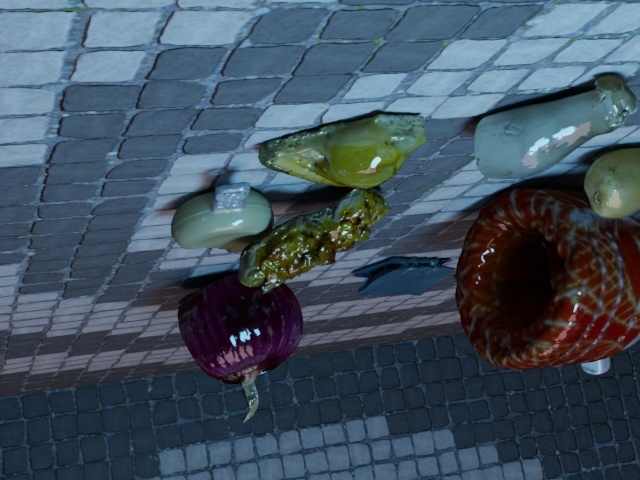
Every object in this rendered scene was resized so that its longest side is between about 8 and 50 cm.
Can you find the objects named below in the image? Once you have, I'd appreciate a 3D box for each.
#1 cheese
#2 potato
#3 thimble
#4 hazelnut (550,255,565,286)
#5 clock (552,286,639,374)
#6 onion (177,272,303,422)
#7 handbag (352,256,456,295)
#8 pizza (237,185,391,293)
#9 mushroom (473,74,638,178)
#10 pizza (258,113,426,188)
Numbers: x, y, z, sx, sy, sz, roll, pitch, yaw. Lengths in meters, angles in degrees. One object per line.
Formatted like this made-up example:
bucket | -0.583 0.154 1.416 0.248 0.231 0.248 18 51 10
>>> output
cheese | -0.125 -0.043 1.583 0.163 0.070 0.249 -2 164 -31
potato | 0.514 -0.101 1.761 0.178 0.118 0.109 -18 -152 -34
thimble | 0.421 0.064 1.903 0.231 0.350 0.350 2 162 -31
hazelnut | 0.530 0.011 2.141 0.212 0.181 0.181 -18 133 -20
clock | 0.581 0.123 2.303 0.326 0.184 0.342 -28 -143 -35
onion | -0.159 0.175 2.157 0.256 0.272 0.230 -44 171 -19
handbag | 0.193 0.077 2.403 0.221 0.057 0.144 3 154 -43
pizza | 0.000 0.000 1.658 0.305 0.085 0.161 -27 169 -29
mushroom | 0.322 -0.148 1.437 0.225 0.093 0.116 -12 147 29
pizza | 0.029 -0.106 1.414 0.204 0.080 0.188 1 163 -36
